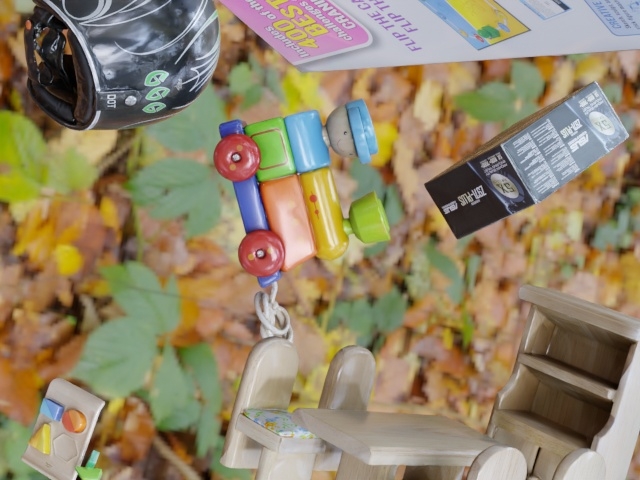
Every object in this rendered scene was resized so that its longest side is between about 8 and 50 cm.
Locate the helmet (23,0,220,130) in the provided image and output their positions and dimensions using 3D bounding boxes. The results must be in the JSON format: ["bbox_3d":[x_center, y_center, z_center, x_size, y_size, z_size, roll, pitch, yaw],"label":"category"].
[{"bbox_3d":[-0.165,-0.179,1.091,0.161,0.169,0.169,-30,130,-34],"label":"helmet"}]

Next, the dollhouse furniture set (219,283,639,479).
[{"bbox_3d":[0.100,0.110,0.840,0.242,0.212,0.161,10,97,-42],"label":"dollhouse furniture set"}]

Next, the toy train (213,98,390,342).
[{"bbox_3d":[0.000,0.000,1.161,0.105,0.143,0.248,-52,127,-85],"label":"toy train"}]

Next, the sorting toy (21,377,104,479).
[{"bbox_3d":[-0.167,0.131,0.854,0.012,0.083,0.062,28,83,-47],"label":"sorting toy"}]

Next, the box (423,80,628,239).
[{"bbox_3d":[0.233,-0.090,1.451,0.180,0.147,0.077,-33,93,-35],"label":"box"}]

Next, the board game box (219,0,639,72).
[{"bbox_3d":[0.032,-0.176,0.603,0.242,0.316,0.064,37,68,-39],"label":"board game box"}]
